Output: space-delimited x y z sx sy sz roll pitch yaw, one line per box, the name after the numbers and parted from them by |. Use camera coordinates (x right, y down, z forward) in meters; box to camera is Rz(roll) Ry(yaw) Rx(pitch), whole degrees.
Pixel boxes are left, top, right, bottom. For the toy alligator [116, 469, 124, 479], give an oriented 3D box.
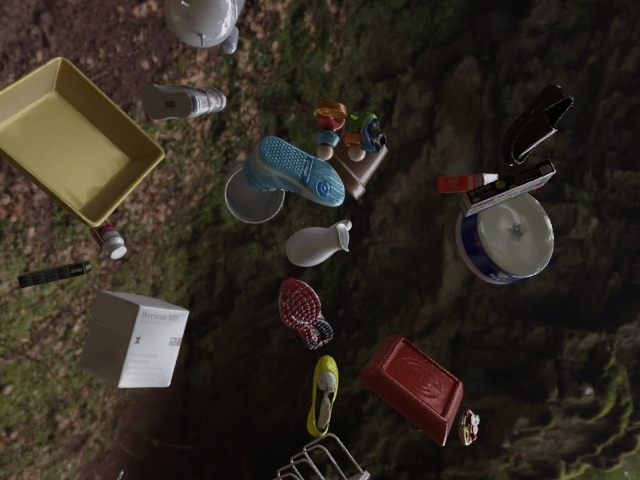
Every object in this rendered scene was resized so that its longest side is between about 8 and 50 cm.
-0.585 0.719 1.647 0.056 0.051 0.190 -44 -176 26 | toy alligator

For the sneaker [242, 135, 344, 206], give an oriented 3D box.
-0.092 -0.188 1.825 0.208 0.319 0.127 -21 -138 55 | sneaker

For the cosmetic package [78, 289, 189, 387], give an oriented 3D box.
-0.423 0.223 1.354 0.151 0.151 0.184 13 -92 35 | cosmetic package

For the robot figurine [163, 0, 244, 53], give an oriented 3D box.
-0.324 -0.678 1.687 0.300 0.199 0.354 51 27 -32 | robot figurine

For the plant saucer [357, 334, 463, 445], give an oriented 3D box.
0.248 0.359 1.520 0.048 0.258 0.259 -57 169 26 | plant saucer

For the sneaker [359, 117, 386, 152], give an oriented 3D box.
0.164 -0.319 1.839 0.188 0.078 0.067 -79 -168 -55 | sneaker

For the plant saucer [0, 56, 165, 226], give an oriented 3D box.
-0.564 -0.215 1.341 0.081 0.333 0.333 -33 -160 35 | plant saucer

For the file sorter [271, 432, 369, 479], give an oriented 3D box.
-0.037 0.708 1.694 0.173 0.277 0.193 53 -48 7 | file sorter

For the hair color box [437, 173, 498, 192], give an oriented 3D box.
0.466 -0.180 1.887 0.167 0.093 0.053 -2 -88 46 | hair color box

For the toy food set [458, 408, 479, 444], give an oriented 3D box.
0.354 0.446 1.422 0.020 0.083 0.083 -5 -112 40 | toy food set

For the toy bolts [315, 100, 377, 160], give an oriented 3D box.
0.046 -0.359 2.022 0.228 0.218 0.159 5 -96 55 | toy bolts

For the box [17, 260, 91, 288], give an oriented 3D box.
-0.827 0.104 1.866 0.184 0.190 0.045 -171 -111 -72 | box

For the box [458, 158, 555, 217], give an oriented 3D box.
0.433 -0.120 1.396 0.114 0.206 0.036 73 -5 -76 | box

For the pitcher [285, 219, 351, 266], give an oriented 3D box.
0.000 0.000 1.974 0.126 0.207 0.178 64 25 -18 | pitcher

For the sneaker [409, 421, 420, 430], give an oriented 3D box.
0.354 0.581 1.921 0.086 0.228 0.132 18 -62 33 | sneaker

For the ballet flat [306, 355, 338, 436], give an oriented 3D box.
0.014 0.448 1.709 0.077 0.077 0.231 149 -46 -71 | ballet flat

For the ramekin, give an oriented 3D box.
-0.234 -0.172 2.031 0.109 0.207 0.207 -131 -135 -64 | ramekin

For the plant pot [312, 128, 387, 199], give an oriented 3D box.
0.135 -0.327 2.348 0.229 0.263 0.263 -43 -156 3 | plant pot

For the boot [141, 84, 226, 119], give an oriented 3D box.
-0.364 -0.369 1.591 0.258 0.123 0.095 19 -64 40 | boot

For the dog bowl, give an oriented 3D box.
0.523 -0.014 1.689 0.104 0.264 0.265 146 -56 -64 | dog bowl

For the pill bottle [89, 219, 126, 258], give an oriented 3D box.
-0.805 -0.004 2.263 0.152 0.086 0.086 48 -35 21 | pill bottle

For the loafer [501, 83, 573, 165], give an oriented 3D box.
0.514 -0.272 1.412 0.220 0.080 0.078 -57 -145 7 | loafer

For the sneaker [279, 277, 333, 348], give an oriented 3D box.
-0.060 0.207 1.751 0.112 0.120 0.299 54 -10 41 | sneaker
